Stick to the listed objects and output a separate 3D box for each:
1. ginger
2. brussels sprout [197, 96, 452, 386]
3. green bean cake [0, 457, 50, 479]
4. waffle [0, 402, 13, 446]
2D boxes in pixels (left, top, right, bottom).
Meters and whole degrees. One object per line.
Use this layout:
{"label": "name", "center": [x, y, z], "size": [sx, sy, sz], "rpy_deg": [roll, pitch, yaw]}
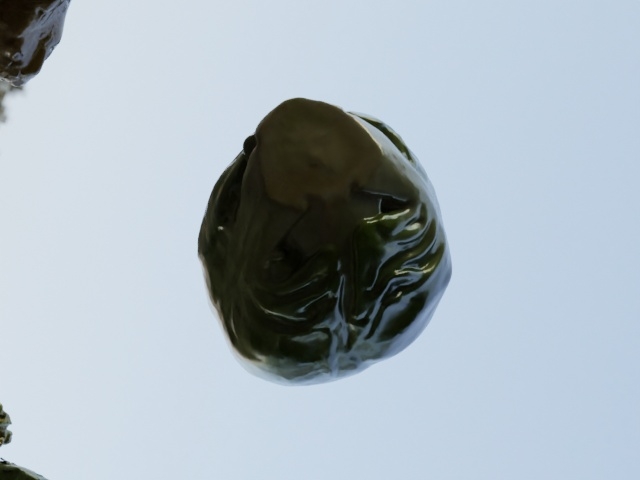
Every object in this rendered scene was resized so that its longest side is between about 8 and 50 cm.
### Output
{"label": "ginger", "center": [-0.192, -0.214, 1.031], "size": [0.205, 0.115, 0.081], "rpy_deg": [-52, 168, 1]}
{"label": "brussels sprout", "center": [0.001, -0.005, 1.710], "size": [0.354, 0.289, 0.281], "rpy_deg": [85, -18, -54]}
{"label": "green bean cake", "center": [-0.290, 0.352, 1.654], "size": [0.200, 0.214, 0.113], "rpy_deg": [24, -117, 27]}
{"label": "waffle", "center": [-0.577, 0.268, 2.100], "size": [0.280, 0.262, 0.060], "rpy_deg": [73, -8, -45]}
